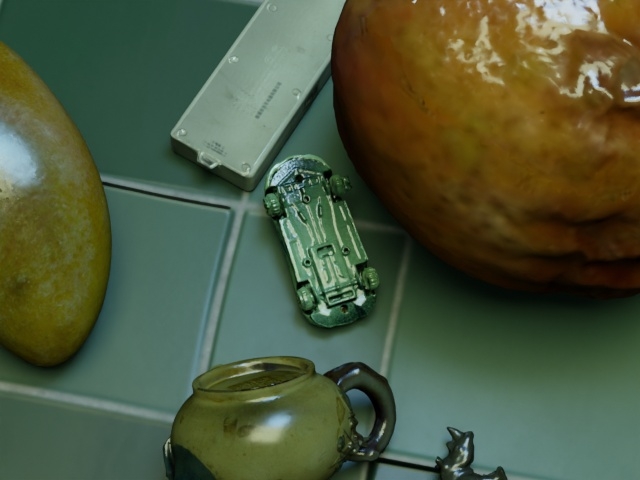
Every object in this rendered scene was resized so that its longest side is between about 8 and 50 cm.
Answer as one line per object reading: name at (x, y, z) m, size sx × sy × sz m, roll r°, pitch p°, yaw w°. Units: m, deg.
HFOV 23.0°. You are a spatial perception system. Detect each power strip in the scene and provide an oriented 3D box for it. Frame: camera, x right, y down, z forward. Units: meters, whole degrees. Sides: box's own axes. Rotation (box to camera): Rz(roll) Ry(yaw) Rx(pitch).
power strip at (-0.031, -0.217, 1.747) m, size 0.106 × 0.043 × 0.367 m, roll 29°, pitch 69°, yaw 10°

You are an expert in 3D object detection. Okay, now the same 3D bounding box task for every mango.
mango at (-0.339, -0.052, 1.590) m, size 0.221 × 0.199 × 0.384 m, roll -24°, pitch 82°, yaw -18°

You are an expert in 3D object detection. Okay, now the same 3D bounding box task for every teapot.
teapot at (-0.039, 0.209, 1.513) m, size 0.269 × 0.173 × 0.183 m, roll -14°, pitch 100°, yaw -30°

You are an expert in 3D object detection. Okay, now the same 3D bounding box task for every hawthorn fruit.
hawthorn fruit at (0.240, -0.161, 1.528) m, size 0.471 × 0.472 × 0.472 m, roll 1°, pitch 66°, yaw -1°

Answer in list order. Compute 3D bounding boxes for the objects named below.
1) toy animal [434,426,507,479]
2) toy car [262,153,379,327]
toy animal at (0.154, 0.244, 1.549) m, size 0.065 × 0.047 × 0.136 m, roll -25°, pitch 75°, yaw -3°
toy car at (0.000, 0.000, 1.645) m, size 0.093 × 0.058 × 0.186 m, roll -18°, pitch 80°, yaw -10°
